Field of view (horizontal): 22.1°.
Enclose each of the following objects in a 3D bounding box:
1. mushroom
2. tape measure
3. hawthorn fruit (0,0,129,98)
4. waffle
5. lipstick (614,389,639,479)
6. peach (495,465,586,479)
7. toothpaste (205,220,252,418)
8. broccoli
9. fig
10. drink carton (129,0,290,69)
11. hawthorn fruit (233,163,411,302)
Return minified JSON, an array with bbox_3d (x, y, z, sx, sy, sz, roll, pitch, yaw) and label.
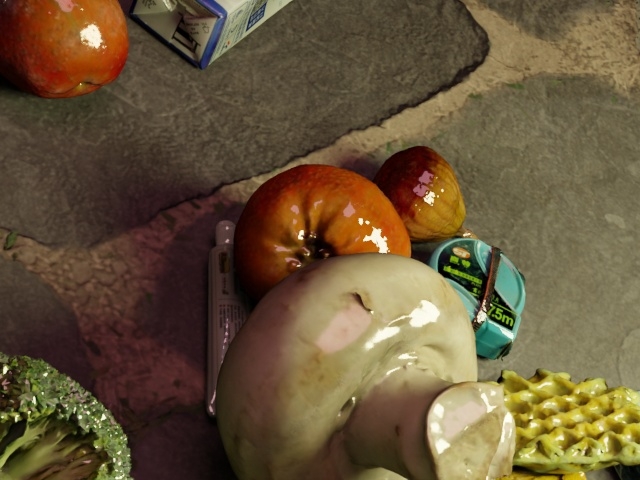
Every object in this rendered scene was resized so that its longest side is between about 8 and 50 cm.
[{"bbox_3d":[0.052,0.170,1.629,0.297,0.298,0.290,-17,36,-31],"label":"mushroom"},{"bbox_3d":[0.174,0.062,1.916,0.125,0.081,0.146,25,48,-6],"label":"tape measure"},{"bbox_3d":[-0.306,-0.245,1.915,0.172,0.173,0.173,11,51,-13],"label":"hawthorn fruit"},{"bbox_3d":[0.247,0.199,1.772,0.223,0.054,0.204,1,20,3],"label":"waffle"},{"bbox_3d":[0.402,0.299,1.822,0.076,0.077,0.290,-9,56,-24],"label":"lipstick"},{"bbox_3d":[0.215,0.282,1.741,0.151,0.118,0.151,-6,53,9],"label":"peach"},{"bbox_3d":[-0.100,0.086,1.818,0.067,0.037,0.255,9,54,-22],"label":"toothpaste"},{"bbox_3d":[-0.356,0.237,1.515,0.361,0.221,0.252,-10,94,-28],"label":"broccoli"},{"bbox_3d":[0.120,-0.045,1.985,0.119,0.153,0.119,-12,59,21],"label":"fig"},{"bbox_3d":[-0.097,-0.358,2.123,0.130,0.106,0.315,38,48,8],"label":"drink carton"},{"bbox_3d":[0.000,0.000,1.836,0.196,0.197,0.225,23,11,-3],"label":"hawthorn fruit"}]
